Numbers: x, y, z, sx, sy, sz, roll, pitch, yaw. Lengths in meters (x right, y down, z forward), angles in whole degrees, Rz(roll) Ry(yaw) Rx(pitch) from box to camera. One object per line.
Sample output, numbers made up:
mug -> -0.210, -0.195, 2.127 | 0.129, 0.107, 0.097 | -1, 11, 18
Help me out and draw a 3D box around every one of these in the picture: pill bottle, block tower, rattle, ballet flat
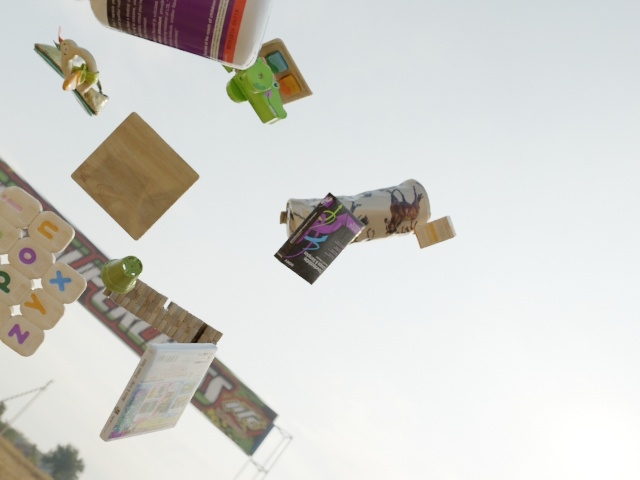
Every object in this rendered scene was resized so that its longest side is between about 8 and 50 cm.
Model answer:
pill bottle -> -0.240, -0.404, 1.008 | 0.323, 0.181, 0.181 | 15, -29, -9
block tower -> -0.437, 0.204, 1.749 | 0.335, 0.091, 0.097 | 36, -14, -17
rattle -> -0.749, -0.522, 1.818 | 0.130, 0.143, 0.199 | -24, -80, 48
ballet flat -> -0.830, -0.565, 2.132 | 0.123, 0.123, 0.348 | 25, -20, 26

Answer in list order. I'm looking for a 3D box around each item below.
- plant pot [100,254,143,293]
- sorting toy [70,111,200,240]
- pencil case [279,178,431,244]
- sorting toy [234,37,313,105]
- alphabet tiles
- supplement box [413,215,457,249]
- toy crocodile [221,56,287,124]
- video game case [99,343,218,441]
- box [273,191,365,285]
plant pot -> -0.438, 0.069, 1.413 | 0.083, 0.083, 0.079 | 48, -44, -13
sorting toy -> -0.508, -0.178, 1.768 | 0.257, 0.255, 0.089 | 45, 3, -2
pencil case -> 0.093, -0.068, 1.775 | 0.183, 0.410, 0.159 | -120, -159, -70
sorting toy -> -0.148, -0.472, 1.835 | 0.193, 0.038, 0.208 | -12, -47, 31
alphabet tiles -> -0.559, 0.055, 1.078 | 0.278, 0.284, 0.021 | 37, -3, -5
supplement box -> 0.302, -0.021, 1.658 | 0.098, 0.036, 0.062 | -21, -96, 26
toy crocodile -> -0.182, -0.408, 1.393 | 0.340, 0.105, 0.115 | 54, -29, -11
video game case -> -0.223, 0.210, 0.888 | 0.019, 0.143, 0.157 | 31, 4, 23
box -> 0.000, 0.000, 1.209 | 0.116, 0.162, 0.029 | 40, 3, -47
